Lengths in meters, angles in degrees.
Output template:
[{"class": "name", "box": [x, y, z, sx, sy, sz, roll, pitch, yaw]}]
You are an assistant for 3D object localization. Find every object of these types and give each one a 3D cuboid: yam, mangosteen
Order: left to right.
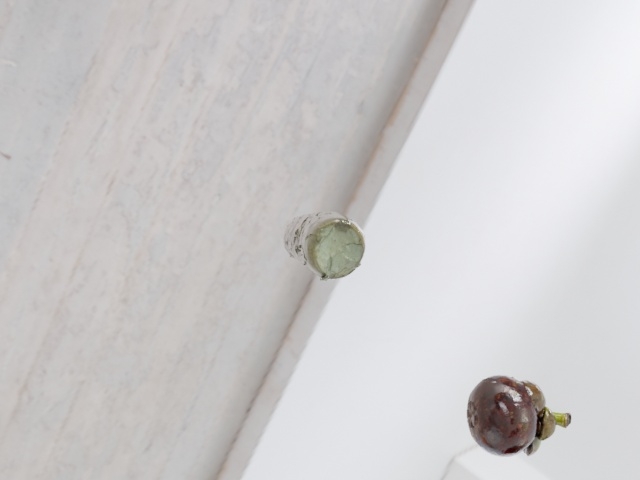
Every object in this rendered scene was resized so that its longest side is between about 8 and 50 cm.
[{"class": "yam", "box": [0.000, 0.000, 1.156, 0.083, 0.083, 0.371, -56, -173, -1]}, {"class": "mangosteen", "box": [0.354, 0.312, 1.645, 0.181, 0.145, 0.156, -16, 142, -20]}]
